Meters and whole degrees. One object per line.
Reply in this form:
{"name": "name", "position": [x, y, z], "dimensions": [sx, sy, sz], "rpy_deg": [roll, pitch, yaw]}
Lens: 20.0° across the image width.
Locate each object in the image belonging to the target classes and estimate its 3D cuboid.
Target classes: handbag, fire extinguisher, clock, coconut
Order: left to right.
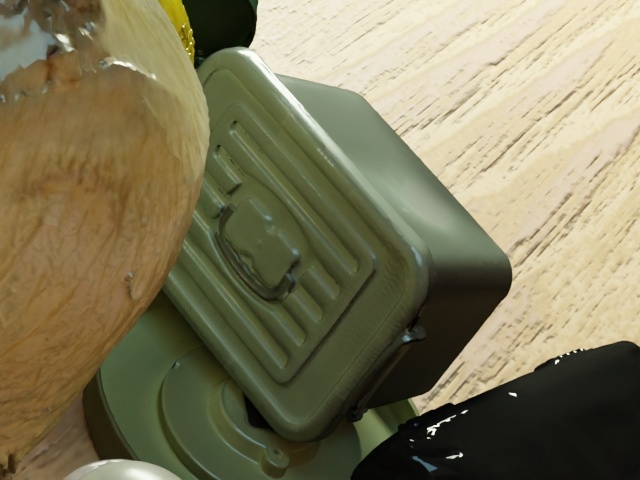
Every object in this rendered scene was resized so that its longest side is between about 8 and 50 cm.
{"name": "coconut", "position": [-0.237, -0.055, 0.927], "dimensions": [0.346, 0.360, 0.346], "rpy_deg": [21, 34, -15]}
{"name": "fire extinguisher", "position": [-0.093, -0.255, 1.506], "dimensions": [0.118, 0.093, 0.294], "rpy_deg": [43, 27, -29]}
{"name": "clock", "position": [-0.035, 0.114, 1.147], "dimensions": [0.235, 0.029, 0.235], "rpy_deg": [19, 37, -15]}
{"name": "handbag", "position": [0.161, 0.198, 1.123], "dimensions": [0.275, 0.088, 0.244], "rpy_deg": [-15, 68, -48]}

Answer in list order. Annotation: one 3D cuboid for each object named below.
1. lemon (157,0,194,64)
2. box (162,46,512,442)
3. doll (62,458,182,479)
{"name": "lemon", "position": [-0.174, -0.133, 1.228], "dimensions": [0.206, 0.173, 0.173], "rpy_deg": [44, 35, -6]}
{"name": "box", "position": [0.000, 0.000, 1.169], "dimensions": [0.135, 0.163, 0.243], "rpy_deg": [-2, 43, -52]}
{"name": "doll", "position": [-0.148, 0.210, 0.897], "dimensions": [0.365, 0.094, 0.160], "rpy_deg": [-20, 62, -47]}
